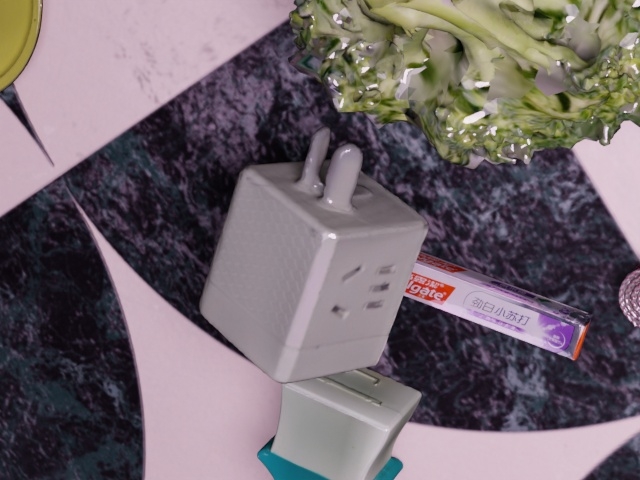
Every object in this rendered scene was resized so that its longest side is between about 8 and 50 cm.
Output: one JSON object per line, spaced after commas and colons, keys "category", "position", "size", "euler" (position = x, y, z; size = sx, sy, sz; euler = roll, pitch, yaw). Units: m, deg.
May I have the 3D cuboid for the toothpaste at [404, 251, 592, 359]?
{"category": "toothpaste", "position": [0.157, 0.060, 1.419], "size": [0.196, 0.040, 0.047], "euler": [21, 112, 17]}

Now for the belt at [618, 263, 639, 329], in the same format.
{"category": "belt", "position": [0.377, 0.044, 1.308], "size": [0.232, 0.053, 0.071], "euler": [0, 106, 24]}

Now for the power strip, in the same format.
{"category": "power strip", "position": [0.000, 0.000, 1.392], "size": [0.139, 0.140, 0.224], "euler": [39, 121, 37]}

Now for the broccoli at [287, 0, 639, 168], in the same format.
{"category": "broccoli", "position": [0.139, -0.220, 1.209], "size": [0.375, 0.302, 0.249], "euler": [-3, 62, 33]}

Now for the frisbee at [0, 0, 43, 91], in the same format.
{"category": "frisbee", "position": [-0.388, -0.260, 1.567], "size": [0.236, 0.017, 0.236], "euler": [7, 109, 22]}

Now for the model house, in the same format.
{"category": "model house", "position": [0.015, 0.205, 1.496], "size": [0.127, 0.100, 0.149], "euler": [23, 113, 16]}
